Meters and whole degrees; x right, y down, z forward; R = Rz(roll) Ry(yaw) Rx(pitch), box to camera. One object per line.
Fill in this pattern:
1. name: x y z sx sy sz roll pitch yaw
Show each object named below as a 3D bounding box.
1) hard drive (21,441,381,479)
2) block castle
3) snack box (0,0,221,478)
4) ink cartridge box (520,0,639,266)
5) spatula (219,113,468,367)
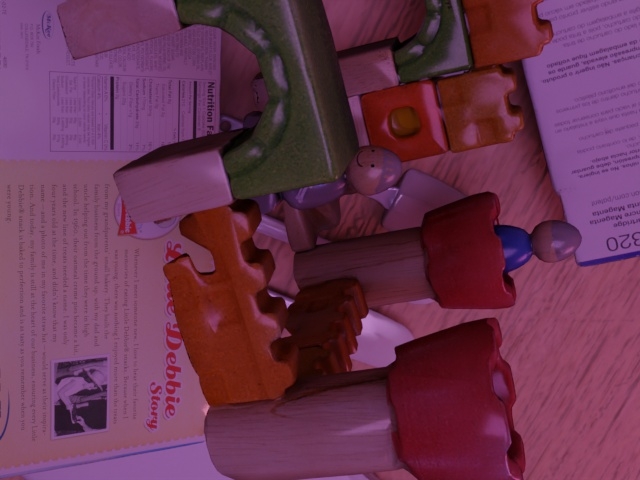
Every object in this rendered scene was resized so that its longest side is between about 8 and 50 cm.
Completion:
1. hard drive: -0.093 0.206 0.758 0.203 0.040 0.307 -40 111 5
2. block castle: 0.022 -0.119 0.492 0.213 0.303 0.453 -11 107 15
3. snack box: -0.165 -0.006 0.604 0.187 0.060 0.322 -3 100 -30
4. ink cartridge box: 0.307 -0.162 0.625 0.324 0.071 0.330 -13 119 17
5. spatula: 0.000 0.000 0.716 0.242 0.019 0.168 23 105 -12
